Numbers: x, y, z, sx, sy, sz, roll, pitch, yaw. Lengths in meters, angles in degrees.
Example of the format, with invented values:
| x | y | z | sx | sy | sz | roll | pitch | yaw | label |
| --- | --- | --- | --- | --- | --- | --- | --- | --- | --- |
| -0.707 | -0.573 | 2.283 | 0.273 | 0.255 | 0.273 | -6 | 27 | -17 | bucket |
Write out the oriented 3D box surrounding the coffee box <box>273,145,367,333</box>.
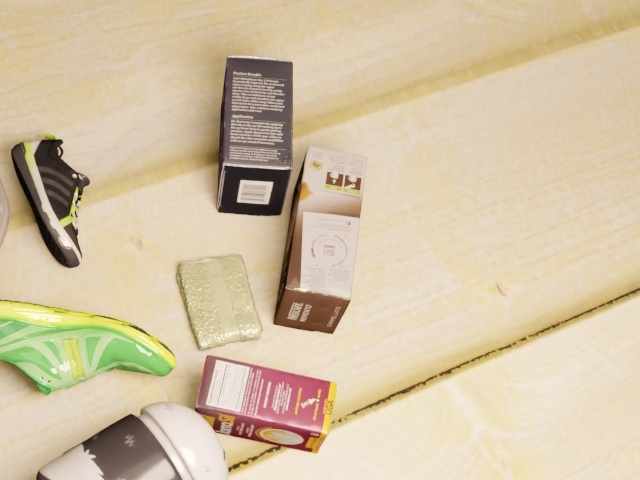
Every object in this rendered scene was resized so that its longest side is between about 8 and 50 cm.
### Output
| x | y | z | sx | sy | sz | roll | pitch | yaw | label |
| --- | --- | --- | --- | --- | --- | --- | --- | --- | --- |
| 0.000 | 0.000 | 1.552 | 0.098 | 0.141 | 0.246 | 11 | 61 | -5 | coffee box |

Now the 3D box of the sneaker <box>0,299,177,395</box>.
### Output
| x | y | z | sx | sy | sz | roll | pitch | yaw | label |
| --- | --- | --- | --- | --- | --- | --- | --- | --- | --- |
| -0.352 | 0.161 | 1.440 | 0.295 | 0.109 | 0.123 | 10 | 84 | -7 | sneaker |

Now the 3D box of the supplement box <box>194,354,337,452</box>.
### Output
| x | y | z | sx | sy | sz | roll | pitch | yaw | label |
| --- | --- | --- | --- | --- | --- | --- | --- | --- | --- |
| -0.080 | 0.233 | 1.436 | 0.188 | 0.104 | 0.081 | 12 | 62 | -3 | supplement box |

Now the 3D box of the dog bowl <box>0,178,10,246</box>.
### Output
| x | y | z | sx | sy | sz | roll | pitch | yaw | label |
| --- | --- | --- | --- | --- | --- | --- | --- | --- | --- |
| -0.617 | -0.065 | 1.416 | 0.349 | 0.102 | 0.349 | 5 | 61 | -10 | dog bowl |

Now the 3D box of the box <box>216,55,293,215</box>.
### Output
| x | y | z | sx | sy | sz | roll | pitch | yaw | label |
| --- | --- | --- | --- | --- | --- | --- | --- | --- | --- |
| -0.105 | -0.165 | 1.612 | 0.108 | 0.153 | 0.207 | 3 | 61 | -8 | box |

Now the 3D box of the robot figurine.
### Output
| x | y | z | sx | sy | sz | roll | pitch | yaw | label |
| --- | --- | --- | --- | --- | --- | --- | --- | --- | --- |
| -0.253 | 0.330 | 1.319 | 0.278 | 0.173 | 0.209 | -30 | 75 | -23 | robot figurine |

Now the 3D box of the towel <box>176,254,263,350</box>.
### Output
| x | y | z | sx | sy | sz | roll | pitch | yaw | label |
| --- | --- | --- | --- | --- | --- | --- | --- | --- | --- |
| -0.153 | 0.091 | 1.540 | 0.110 | 0.027 | 0.148 | -11 | 65 | -15 | towel |

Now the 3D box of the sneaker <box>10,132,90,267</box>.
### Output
| x | y | z | sx | sy | sz | roll | pitch | yaw | label |
| --- | --- | --- | --- | --- | --- | --- | --- | --- | --- |
| -0.393 | -0.071 | 1.548 | 0.097 | 0.084 | 0.235 | -20 | 68 | -21 | sneaker |
